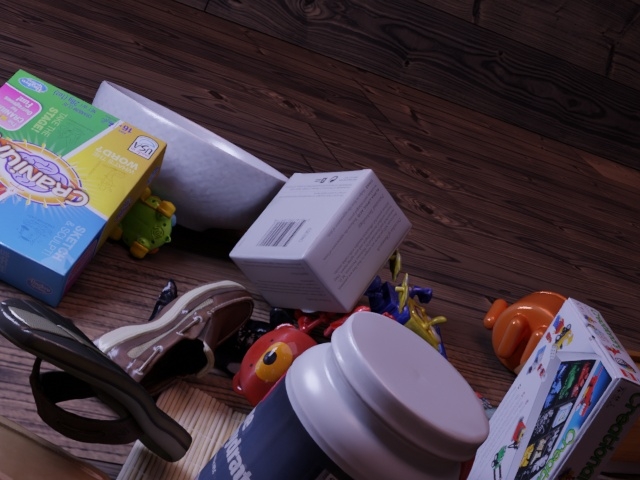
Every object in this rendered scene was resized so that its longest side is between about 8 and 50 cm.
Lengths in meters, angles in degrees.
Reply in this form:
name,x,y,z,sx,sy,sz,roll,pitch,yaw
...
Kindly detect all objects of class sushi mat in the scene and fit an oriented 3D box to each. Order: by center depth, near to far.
name,x,y,z,sx,sy,sz,roll,pitch,yaw
sushi mat,-0.132,0.247,1.350,0.151,0.019,0.316,24,19,-2

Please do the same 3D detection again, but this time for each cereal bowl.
name,x,y,z,sx,sy,sz,roll,pitch,yaw
cereal bowl,-0.221,-0.113,1.944,0.339,0.141,0.339,29,6,-3

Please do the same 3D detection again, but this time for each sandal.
name,x,y,z,sx,sy,sz,roll,pitch,yaw
sandal,-0.220,0.159,1.194,0.120,0.086,0.303,34,-15,38

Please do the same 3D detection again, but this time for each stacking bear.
name,x,y,z,sx,sy,sz,roll,pitch,yaw
stacking bear,0.022,0.208,1.430,0.289,0.175,0.164,37,-4,27

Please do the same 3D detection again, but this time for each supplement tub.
name,x,y,z,sx,sy,sz,roll,pitch,yaw
supplement tub,0.009,0.220,1.166,0.191,0.272,0.191,35,18,-14

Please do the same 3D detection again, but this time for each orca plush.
name,x,y,z,sx,sy,sz,roll,pitch,yaw
orca plush,-0.075,0.117,1.617,0.287,0.102,0.151,29,25,9

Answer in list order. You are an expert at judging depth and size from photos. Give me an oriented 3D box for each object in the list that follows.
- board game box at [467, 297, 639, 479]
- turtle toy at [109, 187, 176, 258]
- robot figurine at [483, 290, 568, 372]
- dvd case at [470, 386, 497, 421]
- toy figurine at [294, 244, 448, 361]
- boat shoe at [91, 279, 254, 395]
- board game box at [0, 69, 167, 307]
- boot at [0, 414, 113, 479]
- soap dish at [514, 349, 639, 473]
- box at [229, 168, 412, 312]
name,x,y,z,sx,sy,sz,roll,pitch,yaw
board game box,0.252,0.239,1.421,0.053,0.305,0.193,24,19,-16
turtle toy,-0.267,-0.032,1.819,0.130,0.095,0.066,34,-1,22
robot figurine,0.363,0.152,2.065,0.158,0.128,0.219,-14,1,27
dvd case,0.227,0.250,1.810,0.087,0.013,0.119,4,27,-47
toy figurine,0.098,0.128,1.855,0.217,0.191,0.362,50,12,-23
boat shoe,-0.160,0.130,1.471,0.095,0.095,0.257,31,40,29
board game box,-0.379,-0.078,1.647,0.242,0.064,0.316,26,41,1
boot,-0.321,0.183,1.192,0.269,0.089,0.236,29,22,0
soap dish,0.479,0.261,1.942,0.291,0.118,0.229,11,24,-39
box,0.000,0.000,1.788,0.181,0.182,0.119,1,-44,51
